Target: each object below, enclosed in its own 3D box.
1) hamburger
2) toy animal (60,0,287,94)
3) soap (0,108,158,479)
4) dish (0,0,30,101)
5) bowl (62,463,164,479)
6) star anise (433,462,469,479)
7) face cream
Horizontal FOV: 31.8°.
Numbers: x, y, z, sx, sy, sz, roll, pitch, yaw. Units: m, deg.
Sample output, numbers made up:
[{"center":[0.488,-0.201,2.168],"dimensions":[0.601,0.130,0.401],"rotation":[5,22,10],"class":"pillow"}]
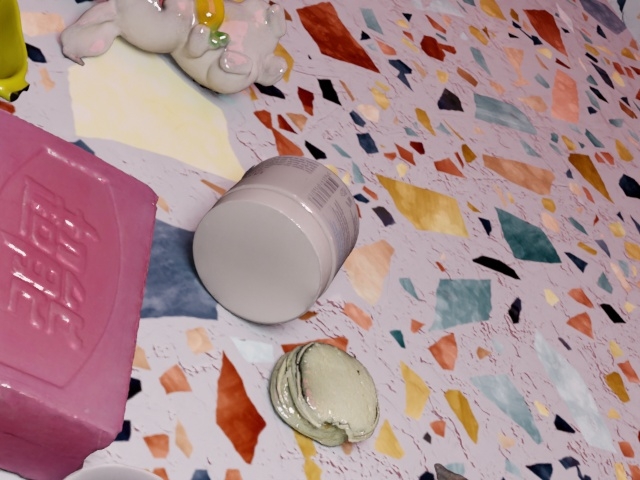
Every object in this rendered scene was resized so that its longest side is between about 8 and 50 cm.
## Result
[{"center":[0.007,0.188,1.395],"dimensions":[0.140,0.062,0.133],"rotation":[35,38,-15],"class":"hamburger"},{"center":[-0.211,-0.314,1.619],"dimensions":[0.325,0.154,0.208],"rotation":[1,72,-17],"class":"toy animal"},{"center":[-0.312,0.052,1.176],"dimensions":[0.233,0.128,0.359],"rotation":[27,39,-25],"class":"soap"},{"center":[-0.470,-0.241,1.331],"dimensions":[0.221,0.108,0.262],"rotation":[2,51,-42],"class":"dish"},{"center":[-0.196,0.314,1.059],"dimensions":[0.189,0.086,0.189],"rotation":[24,42,-23],"class":"bowl"},{"center":[0.231,0.402,1.355],"dimensions":[0.315,0.108,0.315],"rotation":[18,49,-22],"class":"star anise"},{"center":[-0.053,-0.004,1.431],"dimensions":[0.177,0.177,0.153],"rotation":[41,34,-3],"class":"face cream"}]
